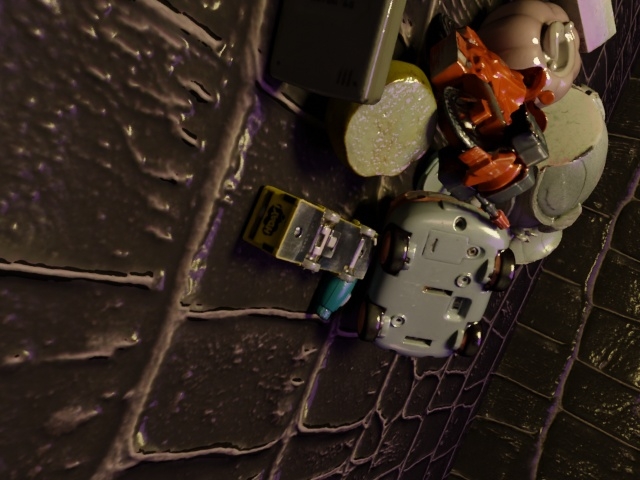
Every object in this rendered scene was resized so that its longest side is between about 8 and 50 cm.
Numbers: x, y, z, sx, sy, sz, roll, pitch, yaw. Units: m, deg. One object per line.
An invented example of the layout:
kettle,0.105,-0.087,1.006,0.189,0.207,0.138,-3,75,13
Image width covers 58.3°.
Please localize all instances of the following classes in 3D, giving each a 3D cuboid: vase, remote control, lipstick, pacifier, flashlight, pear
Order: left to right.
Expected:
flashlight,0.030,0.054,0.832,0.129,0.051,0.051,-56,151,-4
remote control,0.035,-0.272,0.510,0.038,0.123,0.285,-11,119,-55
pear,0.061,-0.146,0.667,0.141,0.104,0.141,-16,126,-23
pacifier,0.232,-0.096,0.986,0.127,0.116,0.150,-41,157,9
vase,0.426,-0.114,1.164,0.249,0.250,0.445,-57,157,-15
lipstick,0.379,-0.447,0.877,0.068,0.066,0.317,-37,122,-8

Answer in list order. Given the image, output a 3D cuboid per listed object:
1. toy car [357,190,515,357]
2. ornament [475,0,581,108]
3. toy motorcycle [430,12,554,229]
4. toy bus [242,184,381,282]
toy car,0.160,0.038,0.884,0.212,0.181,0.270,-91,-167,-59
ornament,0.332,-0.295,0.920,0.177,0.178,0.177,-39,142,-40
toy motorcycle,0.225,-0.168,0.768,0.221,0.148,0.325,41,38,-25
toy bus,0.000,0.000,0.705,0.226,0.074,0.081,16,96,-61
